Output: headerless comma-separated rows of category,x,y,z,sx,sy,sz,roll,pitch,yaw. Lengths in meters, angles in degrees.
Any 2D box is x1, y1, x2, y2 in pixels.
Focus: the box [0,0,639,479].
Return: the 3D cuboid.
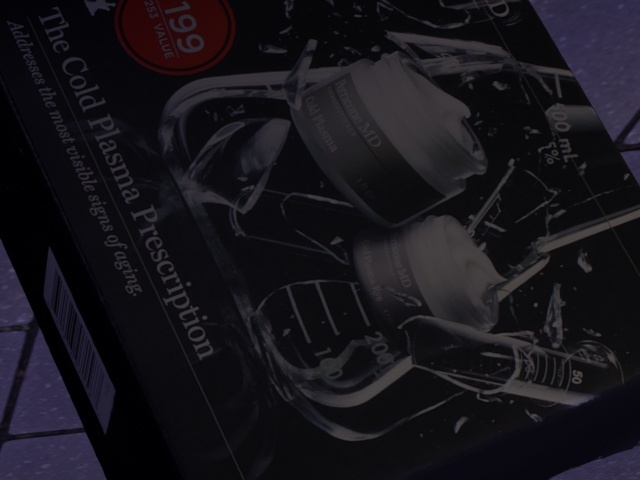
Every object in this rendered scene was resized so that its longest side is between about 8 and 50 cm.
box,0.000,0.000,1.063,0.313,0.343,0.179,-20,159,-20
